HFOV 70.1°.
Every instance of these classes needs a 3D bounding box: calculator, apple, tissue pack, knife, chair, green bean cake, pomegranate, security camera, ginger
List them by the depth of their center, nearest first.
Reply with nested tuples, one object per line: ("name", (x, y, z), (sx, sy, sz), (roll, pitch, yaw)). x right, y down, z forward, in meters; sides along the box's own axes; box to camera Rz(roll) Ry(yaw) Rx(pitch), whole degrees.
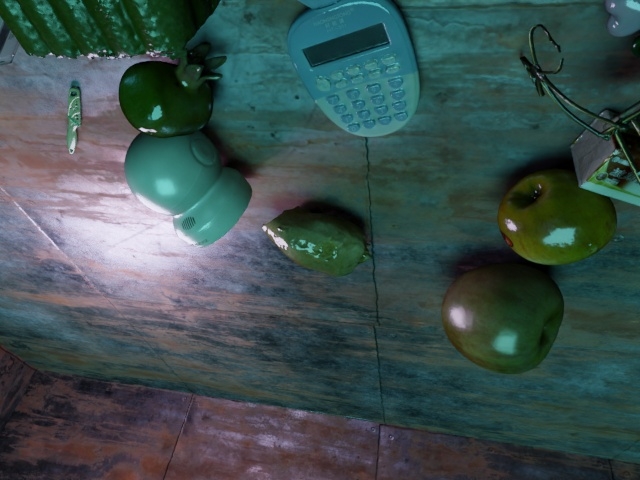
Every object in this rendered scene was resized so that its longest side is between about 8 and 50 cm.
("green bean cake", (-0.250, -0.348, 0.559), (0.247, 0.249, 0.156), (5, 143, 13))
("chair", (0.423, -0.172, 0.584), (0.170, 0.160, 0.325), (-35, 83, 20))
("calculator", (0.054, -0.283, 0.723), (0.189, 0.042, 0.302), (-6, 140, 26))
("tissue pack", (0.503, -0.127, 0.732), (0.149, 0.106, 0.099), (16, 144, -4))
("pomegranate", (-0.245, -0.258, 0.770), (0.191, 0.152, 0.131), (-35, 84, 41))
("apple", (0.414, -0.044, 0.816), (0.155, 0.182, 0.182), (40, 137, -19))
("security camera", (-0.280, -0.122, 0.924), (0.195, 0.194, 0.236), (-20, 130, 37))
("knife", (-0.526, -0.250, 0.973), (0.030, 0.014, 0.207), (26, 141, -13))
("ginger", (0.000, 0.000, 1.039), (0.267, 0.152, 0.138), (25, 113, -7))
("apple", (0.413, 0.171, 1.051), (0.234, 0.256, 0.257), (20, 158, 48))

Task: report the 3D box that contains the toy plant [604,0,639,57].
("toy plant", (0.467, -0.293, 0.514), (0.233, 0.112, 0.243), (14, 155, 8))

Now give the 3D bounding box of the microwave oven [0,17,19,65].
("microwave oven", (-0.511, -0.371, 0.651), (0.162, 0.122, 0.208), (40, 119, -11))
